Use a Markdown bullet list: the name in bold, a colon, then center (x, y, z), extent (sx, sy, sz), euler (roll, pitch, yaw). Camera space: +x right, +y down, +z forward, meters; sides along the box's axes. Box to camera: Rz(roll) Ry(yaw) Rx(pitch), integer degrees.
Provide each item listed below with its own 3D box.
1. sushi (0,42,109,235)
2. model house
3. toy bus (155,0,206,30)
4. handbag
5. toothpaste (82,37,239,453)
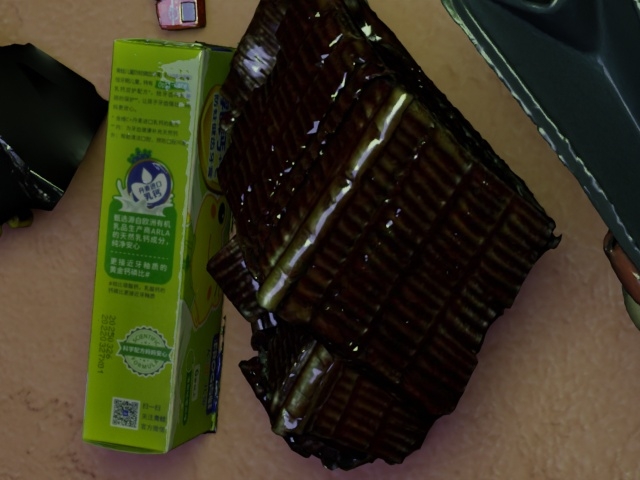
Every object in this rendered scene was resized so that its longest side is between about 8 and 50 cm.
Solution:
- **sushi**: center (-0.294, -0.075, 1.408), extent (0.172, 0.153, 0.150), euler (33, 123, -12)
- **model house**: center (0.000, 0.000, 1.259), extent (0.297, 0.282, 0.317), euler (35, 102, 9)
- **toy bus**: center (-0.114, -0.223, 1.400), extent (0.043, 0.031, 0.110), euler (-1, 96, 13)
- **handbag**: center (0.215, -0.073, 1.184), extent (0.122, 0.303, 0.329), euler (-28, 89, 16)
- **toothpaste**: center (-0.122, 0.003, 1.382), extent (0.077, 0.110, 0.327), euler (7, 97, 17)
